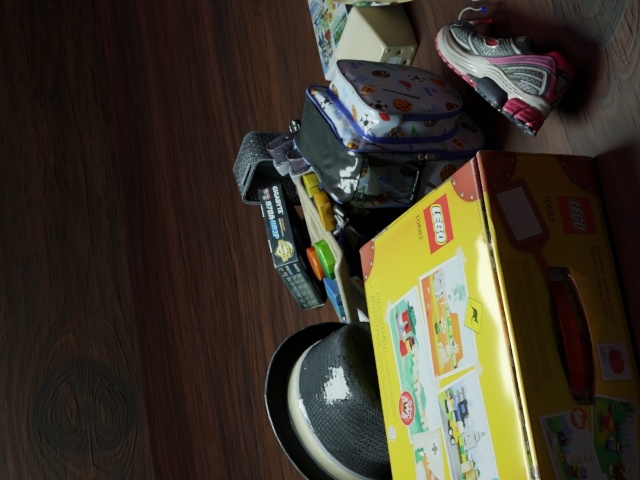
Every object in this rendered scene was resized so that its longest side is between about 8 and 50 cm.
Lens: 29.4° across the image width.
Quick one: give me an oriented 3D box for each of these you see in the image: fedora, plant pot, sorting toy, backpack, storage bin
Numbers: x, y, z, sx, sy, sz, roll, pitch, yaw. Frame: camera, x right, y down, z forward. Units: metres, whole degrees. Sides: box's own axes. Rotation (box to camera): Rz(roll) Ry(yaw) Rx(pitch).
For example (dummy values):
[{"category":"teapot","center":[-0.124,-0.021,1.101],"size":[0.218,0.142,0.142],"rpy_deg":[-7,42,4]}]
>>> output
[{"category":"fedora","center":[0.081,0.247,1.895],"size":[0.152,0.334,0.334],"rpy_deg":[124,140,-49]},{"category":"plant pot","center":[0.106,-0.337,2.120],"size":[0.096,0.109,0.109],"rpy_deg":[54,139,33]},{"category":"sorting toy","center":[0.000,0.000,2.038],"size":[0.307,0.041,0.229],"rpy_deg":[75,173,-47]},{"category":"backpack","center":[0.118,-0.158,1.891],"size":[0.213,0.263,0.276],"rpy_deg":[-66,32,31]},{"category":"storage bin","center":[-0.068,-0.141,2.392],"size":[0.122,0.180,0.084],"rpy_deg":[114,146,-41]}]

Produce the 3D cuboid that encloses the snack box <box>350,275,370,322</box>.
[{"category":"snack box","center":[0.103,0.141,2.114],"size":[0.178,0.022,0.064],"rpy_deg":[45,138,29]}]

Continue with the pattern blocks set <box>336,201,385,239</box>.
[{"category":"pattern blocks set","center":[0.107,0.003,2.178],"size":[0.285,0.026,0.325],"rpy_deg":[124,139,-58]}]

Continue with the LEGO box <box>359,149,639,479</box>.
[{"category":"LEGO box","center":[0.243,0.179,1.679],"size":[0.372,0.193,0.500],"rpy_deg":[140,127,-59]}]

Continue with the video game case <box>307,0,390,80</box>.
[{"category":"video game case","center":[0.057,-0.517,2.306],"size":[0.329,0.036,0.300],"rpy_deg":[130,135,-53]}]

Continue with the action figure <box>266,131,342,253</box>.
[{"category":"action figure","center":[-0.011,-0.065,2.303],"size":[0.185,0.099,0.285],"rpy_deg":[-122,12,-51]}]

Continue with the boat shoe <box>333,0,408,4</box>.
[{"category":"boat shoe","center":[0.142,-0.454,2.000],"size":[0.341,0.110,0.122],"rpy_deg":[7,96,58]}]

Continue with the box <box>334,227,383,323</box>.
[{"category":"box","center":[0.065,0.051,2.207],"size":[0.136,0.036,0.225],"rpy_deg":[-114,30,-42]}]

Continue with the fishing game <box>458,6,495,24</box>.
[{"category":"fishing game","center":[0.248,-0.461,1.882],"size":[0.189,0.041,0.264],"rpy_deg":[-160,70,-71]}]

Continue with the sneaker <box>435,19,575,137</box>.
[{"category":"sneaker","center":[0.269,-0.253,1.764],"size":[0.112,0.121,0.299],"rpy_deg":[-50,35,10]}]

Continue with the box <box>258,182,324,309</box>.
[{"category":"box","center":[-0.056,0.014,2.379],"size":[0.220,0.051,0.175],"rpy_deg":[62,-167,-61]}]
